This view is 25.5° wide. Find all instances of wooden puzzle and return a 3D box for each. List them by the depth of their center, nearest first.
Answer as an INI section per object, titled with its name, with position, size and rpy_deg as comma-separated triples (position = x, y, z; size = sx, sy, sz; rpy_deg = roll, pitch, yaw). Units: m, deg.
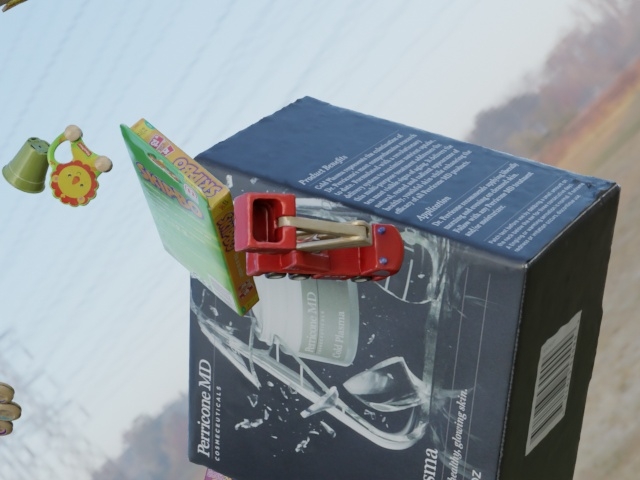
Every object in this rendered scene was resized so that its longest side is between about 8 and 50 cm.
[wooden puzzle]
position = -0.454, -0.329, 1.940
size = 0.078, 0.014, 0.116
rpy_deg = -25, -5, 18

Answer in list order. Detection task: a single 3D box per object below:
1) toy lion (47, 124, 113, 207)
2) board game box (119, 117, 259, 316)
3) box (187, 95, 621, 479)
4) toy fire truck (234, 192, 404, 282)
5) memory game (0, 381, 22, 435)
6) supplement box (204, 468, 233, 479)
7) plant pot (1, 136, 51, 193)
[toy lion]
position = -0.354, -0.102, 2.030
size = 0.096, 0.100, 0.034
rpy_deg = -44, 1, -3
[board game box]
position = -0.128, -0.023, 1.412
size = 0.039, 0.124, 0.259
rpy_deg = -45, -23, -15
[box]
position = 0.095, 0.118, 1.867
size = 0.297, 0.472, 0.480
rpy_deg = -33, -46, -49
[toy fire truck]
position = 0.000, 0.000, 1.219
size = 0.192, 0.047, 0.135
rpy_deg = 3, -13, -26
[memory game]
position = -0.424, 0.182, 1.565
size = 0.186, 0.186, 0.012
rpy_deg = -48, 31, 45
[supplement box]
position = -0.173, 0.425, 2.504
size = 0.043, 0.055, 0.083
rpy_deg = 28, -104, -68
[plant pot]
position = -0.515, -0.140, 2.520
size = 0.079, 0.083, 0.083
rpy_deg = -58, -13, 28
